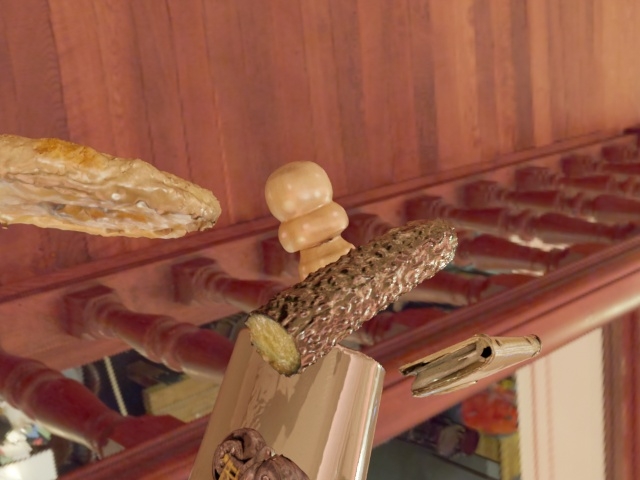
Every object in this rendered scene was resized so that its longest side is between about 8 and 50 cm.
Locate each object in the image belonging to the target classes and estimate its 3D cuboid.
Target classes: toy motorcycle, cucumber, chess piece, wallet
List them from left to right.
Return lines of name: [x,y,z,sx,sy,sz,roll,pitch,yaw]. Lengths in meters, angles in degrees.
toy motorcycle: [-0.046,0.227,0.601,0.061,0.124,0.193,31,56,-40]
chess piece: [0.000,0.000,1.323,0.143,0.143,0.261,-24,95,-37]
cucumber: [0.065,0.047,1.073,0.359,0.096,0.096,-30,116,-37]
wallet: [0.320,0.257,1.769,0.309,0.223,0.077,11,52,-59]

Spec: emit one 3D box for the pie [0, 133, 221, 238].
pie: [-0.231,-0.042,0.820,0.274,0.274,0.055,15,76,-42]

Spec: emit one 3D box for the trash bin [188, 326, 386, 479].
trash bin: [-0.066,0.371,1.266,0.280,0.280,0.432,32,64,-40]
